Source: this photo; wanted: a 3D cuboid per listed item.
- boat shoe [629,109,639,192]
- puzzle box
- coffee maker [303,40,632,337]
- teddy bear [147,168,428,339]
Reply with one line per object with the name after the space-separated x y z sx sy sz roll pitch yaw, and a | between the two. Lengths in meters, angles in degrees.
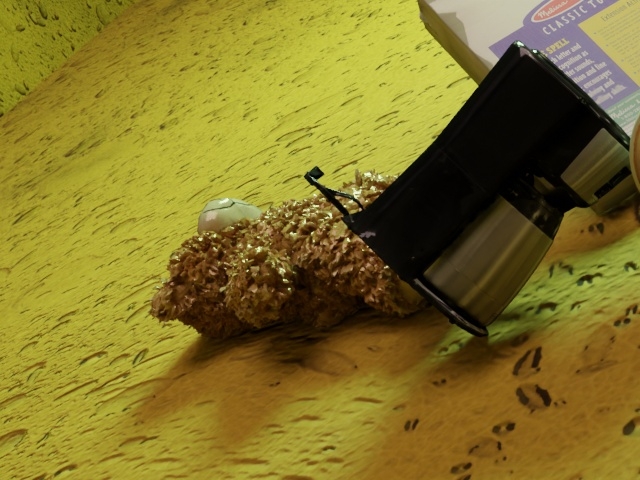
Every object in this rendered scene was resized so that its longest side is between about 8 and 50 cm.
0.412 -0.125 0.871 0.500 0.187 0.156 -30 19 19 | boat shoe
0.316 -0.220 1.256 0.409 0.052 0.272 -31 52 -6 | puzzle box
0.109 -0.050 1.054 0.178 0.171 0.120 -49 8 7 | coffee maker
0.000 0.000 1.275 0.245 0.113 0.338 -37 19 -28 | teddy bear
